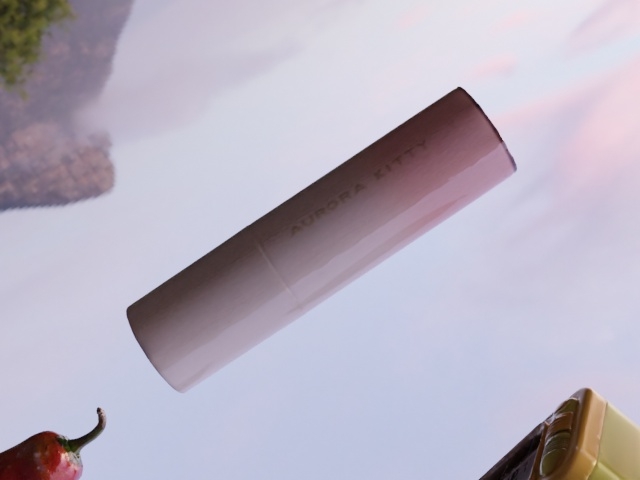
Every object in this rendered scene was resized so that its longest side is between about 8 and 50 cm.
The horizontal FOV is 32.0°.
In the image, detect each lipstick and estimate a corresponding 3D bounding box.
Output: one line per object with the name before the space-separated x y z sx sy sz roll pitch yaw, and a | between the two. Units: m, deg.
lipstick | 0.000 0.000 0.909 0.327 0.087 0.087 -34 -165 2

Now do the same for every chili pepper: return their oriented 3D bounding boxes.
chili pepper | -0.226 0.186 0.818 0.191 0.050 0.059 -35 -123 8

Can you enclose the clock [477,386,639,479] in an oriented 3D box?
clock | 0.189 0.233 0.953 0.202 0.096 0.143 -53 -178 30
